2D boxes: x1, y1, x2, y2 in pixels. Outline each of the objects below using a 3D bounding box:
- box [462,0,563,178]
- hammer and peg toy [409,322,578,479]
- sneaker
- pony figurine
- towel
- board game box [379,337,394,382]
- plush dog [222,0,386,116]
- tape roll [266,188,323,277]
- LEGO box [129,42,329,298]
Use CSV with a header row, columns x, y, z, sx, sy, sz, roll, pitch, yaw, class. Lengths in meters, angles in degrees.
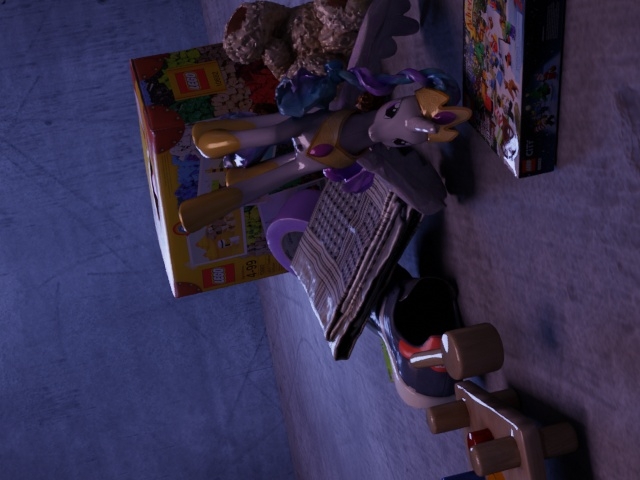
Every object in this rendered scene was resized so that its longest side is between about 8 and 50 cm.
x,y,z,sx,sy,sz,roll,pitch,yaw,class
0.199,-0.205,1.136,0.159,0.044,0.233,-118,19,-54,box
0.224,0.265,1.325,0.266,0.127,0.362,-160,58,-79,hammer and peg toy
0.135,0.090,1.621,0.350,0.131,0.148,-121,31,-50,sneaker
0.027,-0.136,1.352,0.351,0.363,0.303,-52,-54,-70,pony figurine
0.047,-0.017,1.686,0.312,0.056,0.324,-63,25,18,towel
0.131,0.156,1.876,0.092,0.043,0.181,143,114,-77,board game box
-0.004,-0.273,1.730,0.210,0.262,0.226,18,-115,-64,plush dog
0.000,0.000,1.978,0.080,0.189,0.189,-57,-18,-34,tape roll
-0.140,-0.141,2.050,0.500,0.372,0.193,92,162,-53,LEGO box
